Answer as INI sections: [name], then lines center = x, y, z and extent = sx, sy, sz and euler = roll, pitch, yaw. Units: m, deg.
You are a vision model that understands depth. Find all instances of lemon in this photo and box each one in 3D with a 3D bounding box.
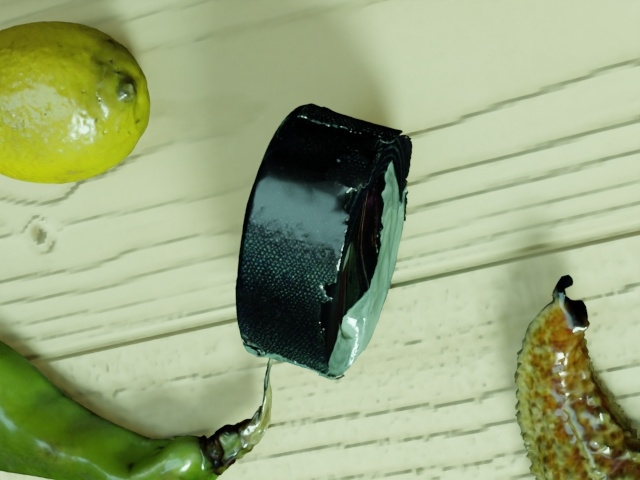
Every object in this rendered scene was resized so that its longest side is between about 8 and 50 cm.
[lemon]
center = -0.139, -0.069, 0.947
extent = 0.110, 0.082, 0.082
euler = -1, 97, 16

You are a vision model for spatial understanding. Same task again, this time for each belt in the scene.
[belt]
center = 0.000, 0.000, 0.882
extent = 0.058, 0.105, 0.140
euler = 17, 129, 16

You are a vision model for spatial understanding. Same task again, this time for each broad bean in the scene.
[broad bean]
center = -0.171, 0.075, 0.997
extent = 0.318, 0.056, 0.098
euler = 7, 93, 16

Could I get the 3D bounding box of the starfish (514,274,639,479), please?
[starfish]
center = 0.203, 0.166, 0.824
extent = 0.312, 0.113, 0.303
euler = 22, 105, 21
